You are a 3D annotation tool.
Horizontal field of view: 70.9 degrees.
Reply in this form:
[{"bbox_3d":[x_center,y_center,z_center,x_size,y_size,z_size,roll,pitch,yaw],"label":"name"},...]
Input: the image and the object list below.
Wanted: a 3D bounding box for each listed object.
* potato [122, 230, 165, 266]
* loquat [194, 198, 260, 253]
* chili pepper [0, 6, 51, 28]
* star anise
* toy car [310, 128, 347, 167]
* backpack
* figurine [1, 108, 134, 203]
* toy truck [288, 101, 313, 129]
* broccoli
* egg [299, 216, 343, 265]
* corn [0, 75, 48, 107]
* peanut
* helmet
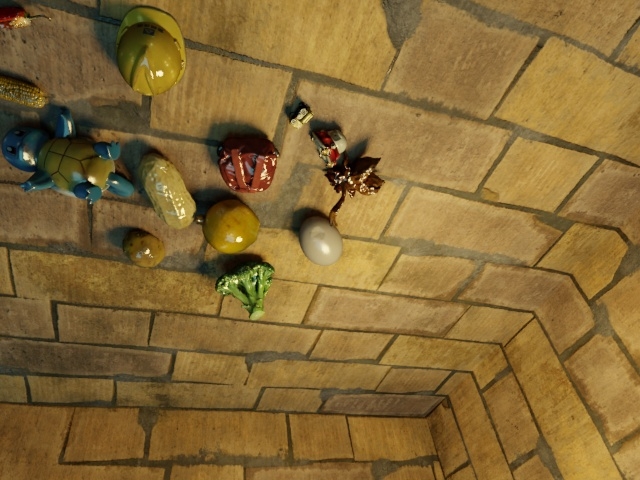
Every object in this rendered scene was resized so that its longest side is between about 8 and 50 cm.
[{"bbox_3d":[-0.717,0.038,1.832,0.176,0.137,0.137,29,123,-34],"label":"potato"},{"bbox_3d":[-0.367,-0.059,1.745,0.246,0.213,0.213,15,129,-26],"label":"loquat"},{"bbox_3d":[-0.881,-0.608,1.233,0.268,0.059,0.050,-5,96,-1],"label":"chili pepper"},{"bbox_3d":[0.114,-0.199,1.727,0.238,0.148,0.346,21,117,-24],"label":"star anise"},{"bbox_3d":[0.042,-0.341,1.615,0.112,0.112,0.139,-31,143,-1],"label":"toy car"},{"bbox_3d":[-0.258,-0.261,1.606,0.230,0.138,0.229,-4,133,-5],"label":"backpack"},{"bbox_3d":[-0.806,-0.259,1.487,0.417,0.243,0.297,24,83,-32],"label":"figurine"},{"bbox_3d":[-0.071,-0.424,1.544,0.054,0.049,0.083,32,120,-35],"label":"toy truck"},{"bbox_3d":[-0.319,0.216,1.972,0.269,0.268,0.254,-2,147,-8],"label":"broccoli"},{"bbox_3d":[0.000,0.000,1.878,0.176,0.176,0.231,-18,129,8],"label":"egg"},{"bbox_3d":[-0.937,-0.456,1.355,0.208,0.068,0.068,15,130,-20],"label":"corn"},{"bbox_3d":[-0.560,-0.177,1.639,0.152,0.152,0.313,-12,135,2],"label":"peanut"},{"bbox_3d":[-0.503,-0.524,1.317,0.205,0.140,0.256,8,134,-17],"label":"helmet"}]
